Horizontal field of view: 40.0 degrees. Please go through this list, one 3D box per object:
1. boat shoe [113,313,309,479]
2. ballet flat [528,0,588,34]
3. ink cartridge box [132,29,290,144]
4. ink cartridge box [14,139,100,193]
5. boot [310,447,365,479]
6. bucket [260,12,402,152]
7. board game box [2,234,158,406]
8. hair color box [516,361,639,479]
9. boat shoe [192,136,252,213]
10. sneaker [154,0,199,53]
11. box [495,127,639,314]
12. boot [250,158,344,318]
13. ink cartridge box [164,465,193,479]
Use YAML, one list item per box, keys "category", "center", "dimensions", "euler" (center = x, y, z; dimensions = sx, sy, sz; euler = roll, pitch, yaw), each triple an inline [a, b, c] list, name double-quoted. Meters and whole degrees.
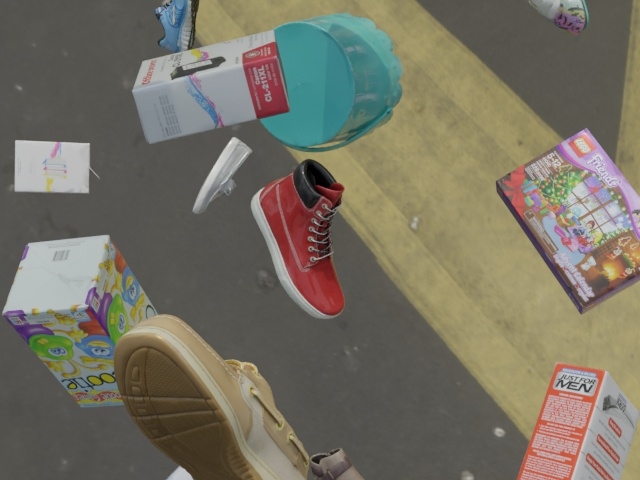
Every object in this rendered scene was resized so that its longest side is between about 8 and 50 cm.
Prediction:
- category: "boat shoe"
  center: [-0.055, 0.097, 0.490]
  dimensions: [0.063, 0.170, 0.059]
  euler: [-7, 38, 27]
- category: "ballet flat"
  center: [0.396, -0.450, 1.539]
  dimensions: [0.079, 0.077, 0.221]
  euler: [-2, 63, -22]
- category: "ink cartridge box"
  center: [-0.131, -0.188, 1.069]
  dimensions: [0.175, 0.072, 0.127]
  euler: [-13, 28, 1]
- category: "ink cartridge box"
  center: [-0.462, -0.129, 1.553]
  dimensions: [0.143, 0.092, 0.090]
  euler: [0, 94, -15]
- category: "boot"
  center: [0.037, 0.275, 0.989]
  dimensions: [0.118, 0.042, 0.087]
  euler: [-21, 95, 42]
- category: "bucket"
  center: [0.003, -0.314, 1.743]
  dimensions: [0.281, 0.183, 0.281]
  euler: [9, 109, 29]
- category: "board game box"
  center: [-0.366, 0.138, 1.418]
  dimensions: [0.144, 0.275, 0.142]
  euler: [-6, 49, 12]
- category: "hair color box"
  center: [0.219, 0.203, 0.768]
  dimensions: [0.053, 0.093, 0.167]
  euler: [6, 62, 43]
- category: "boat shoe"
  center: [-0.209, -0.130, 1.882]
  dimensions: [0.063, 0.066, 0.184]
  euler: [31, 77, -10]
- category: "sneaker"
  center: [-0.252, -0.398, 1.517]
  dimensions: [0.073, 0.063, 0.162]
  euler: [13, 119, -1]
- category: "box"
  center: [0.485, -0.039, 1.619]
  dimensions: [0.201, 0.057, 0.293]
  euler: [-31, 67, 1]
- category: "boot"
  center: [0.000, 0.000, 1.399]
  dimensions: [0.176, 0.088, 0.244]
  euler: [-28, 89, 47]
- category: "ink cartridge box"
  center: [-0.178, 0.412, 1.183]
  dimensions: [0.171, 0.168, 0.233]
  euler: [45, 60, 4]
